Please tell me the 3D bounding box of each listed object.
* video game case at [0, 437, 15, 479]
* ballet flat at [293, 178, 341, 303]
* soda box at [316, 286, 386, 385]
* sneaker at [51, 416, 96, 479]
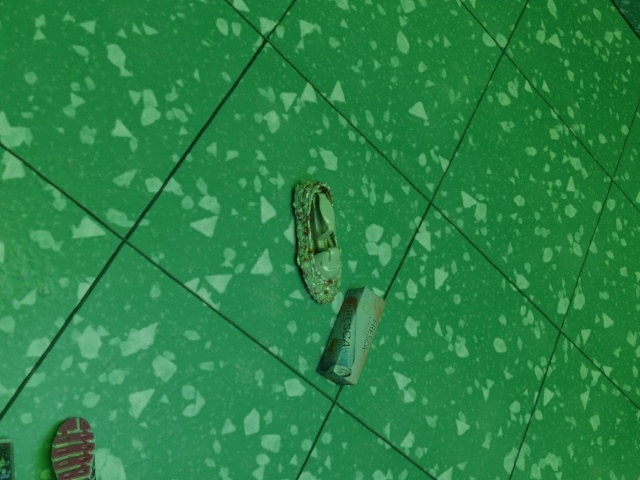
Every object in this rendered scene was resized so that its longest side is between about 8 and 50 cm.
[{"bbox_3d":[-0.503,0.357,0.997,0.190,0.022,0.173,4,63,-35],"label":"video game case"},{"bbox_3d":[0.000,0.000,1.419,0.091,0.077,0.241,-10,88,-37],"label":"ballet flat"},{"bbox_3d":[0.060,0.181,1.440,0.063,0.058,0.183,35,62,-26],"label":"soda box"},{"bbox_3d":[-0.358,0.349,1.110,0.063,0.075,0.170,-6,62,-19],"label":"sneaker"}]
